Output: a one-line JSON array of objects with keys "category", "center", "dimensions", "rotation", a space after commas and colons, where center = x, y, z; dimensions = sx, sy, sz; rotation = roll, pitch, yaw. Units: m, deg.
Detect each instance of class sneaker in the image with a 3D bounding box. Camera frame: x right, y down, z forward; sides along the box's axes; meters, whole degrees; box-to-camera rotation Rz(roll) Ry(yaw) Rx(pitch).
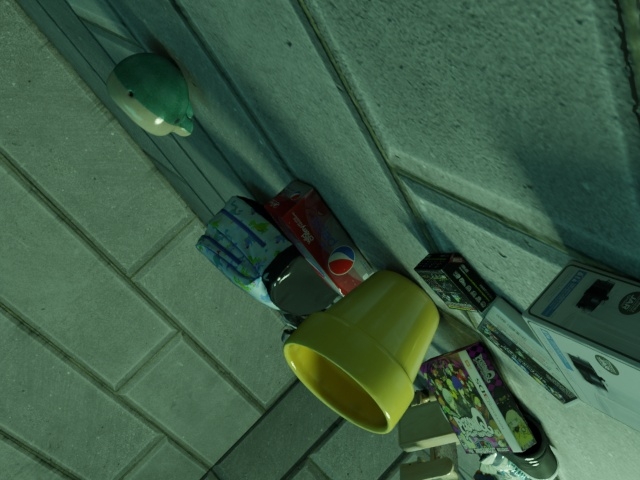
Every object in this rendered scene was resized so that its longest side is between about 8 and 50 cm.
[{"category": "sneaker", "center": [0.368, 0.380, 1.548], "dimensions": [0.295, 0.104, 0.147], "rotation": [32, 160, 36]}, {"category": "sneaker", "center": [0.456, 0.514, 1.757], "dimensions": [0.122, 0.110, 0.283], "rotation": [22, 163, 21]}]

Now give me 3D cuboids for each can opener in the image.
[{"category": "can opener", "center": [0.011, 0.233, 1.962], "dimensions": [0.283, 0.095, 0.076], "rotation": [6, -161, -41]}]

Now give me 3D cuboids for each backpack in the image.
[{"category": "backpack", "center": [-0.150, 0.034, 1.892], "dimensions": [0.355, 0.273, 0.290], "rotation": [55, -173, 31]}]

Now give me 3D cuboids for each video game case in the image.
[{"category": "video game case", "center": [0.299, 0.315, 1.440], "dimensions": [0.210, 0.042, 0.232], "rotation": [62, 159, 7]}, {"category": "video game case", "center": [0.330, 0.176, 1.128], "dimensions": [0.190, 0.022, 0.173], "rotation": [42, 168, 15]}]

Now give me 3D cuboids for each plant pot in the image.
[{"category": "plant pot", "center": [0.097, 0.195, 1.405], "dimensions": [0.254, 0.239, 0.254], "rotation": [32, 153, 19]}]

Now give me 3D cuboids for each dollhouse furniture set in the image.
[{"category": "dollhouse furniture set", "center": [0.372, 0.571, 1.976], "dimensions": [0.355, 0.174, 0.303], "rotation": [44, -144, -37]}]

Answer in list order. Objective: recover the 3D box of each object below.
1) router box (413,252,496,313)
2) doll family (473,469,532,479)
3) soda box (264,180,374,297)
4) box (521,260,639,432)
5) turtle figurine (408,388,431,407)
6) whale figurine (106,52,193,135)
[{"category": "router box", "center": [0.206, 0.065, 1.135], "dimensions": [0.092, 0.038, 0.122], "rotation": [48, 169, -8]}, {"category": "doll family", "center": [0.494, 0.684, 1.990], "dimensions": [0.263, 0.118, 0.163], "rotation": [4, -167, -10]}, {"category": "soda box", "center": [0.000, 0.000, 1.522], "dimensions": [0.263, 0.092, 0.083], "rotation": [53, 168, -34]}, {"category": "box", "center": [0.354, 0.136, 0.715], "dimensions": [0.169, 0.087, 0.290], "rotation": [51, 168, -28]}, {"category": "turtle figurine", "center": [0.291, 0.503, 2.215], "dimensions": [0.175, 0.118, 0.234], "rotation": [29, 164, 35]}, {"category": "whale figurine", "center": [-0.343, -0.326, 1.601], "dimensions": [0.216, 0.141, 0.272], "rotation": [45, -166, 3]}]
